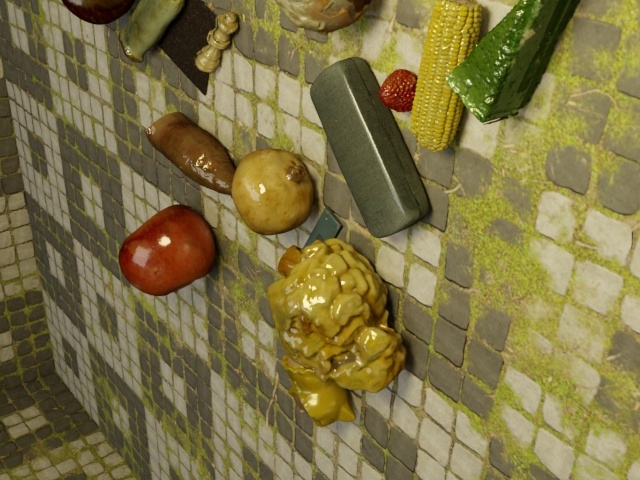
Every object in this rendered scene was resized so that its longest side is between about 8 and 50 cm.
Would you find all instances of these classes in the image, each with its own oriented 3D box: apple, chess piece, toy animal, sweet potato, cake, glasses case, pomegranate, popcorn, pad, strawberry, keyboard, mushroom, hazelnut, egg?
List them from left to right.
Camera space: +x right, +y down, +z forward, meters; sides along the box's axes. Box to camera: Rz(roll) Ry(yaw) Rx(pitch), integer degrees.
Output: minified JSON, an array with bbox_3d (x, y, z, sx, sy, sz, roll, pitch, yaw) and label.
[{"bbox_3d":[-0.546,-0.658,1.924,0.218,0.218,0.233,35,114,40],"label":"hazelnut"},{"bbox_3d":[-0.408,-0.541,1.868,0.312,0.081,0.100,-30,85,51],"label":"mushroom"},{"bbox_3d":[-0.398,0.033,2.008,0.272,0.251,0.206,-30,98,39],"label":"apple"},{"bbox_3d":[-0.348,-0.530,1.861,0.330,0.004,0.220,49,141,28],"label":"pad"},{"bbox_3d":[-0.287,-0.202,1.841,0.337,0.131,0.131,36,134,38],"label":"sweet potato"},{"bbox_3d":[-0.226,-0.442,1.692,0.060,0.060,0.172,61,144,13],"label":"chess piece"},{"bbox_3d":[-0.094,-0.104,1.588,0.196,0.196,0.196,29,129,44],"label":"pomegranate"},{"bbox_3d":[-0.009,0.302,1.712,0.156,0.156,0.229,10,125,52],"label":"toy animal"},{"bbox_3d":[-0.001,0.001,1.643,0.055,0.014,0.176,54,143,21],"label":"keyboard"},{"bbox_3d":[0.002,-0.457,1.252,0.195,0.195,0.233,15,104,50],"label":"egg"},{"bbox_3d":[0.023,0.159,1.523,0.332,0.225,0.265,50,138,7],"label":"popcorn"},{"bbox_3d":[0.085,-0.166,1.385,0.131,0.074,0.323,-30,82,55],"label":"glasses case"},{"bbox_3d":[0.127,-0.250,1.282,0.073,0.083,0.073,15,110,49],"label":"strawberry"},{"bbox_3d":[0.265,-0.286,1.050,0.099,0.100,0.235,49,141,27],"label":"cake"}]

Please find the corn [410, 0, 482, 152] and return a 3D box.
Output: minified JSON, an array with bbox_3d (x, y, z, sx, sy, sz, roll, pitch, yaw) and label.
[{"bbox_3d":[0.191,-0.255,1.189,0.081,0.081,0.248,39,137,37],"label":"corn"}]
